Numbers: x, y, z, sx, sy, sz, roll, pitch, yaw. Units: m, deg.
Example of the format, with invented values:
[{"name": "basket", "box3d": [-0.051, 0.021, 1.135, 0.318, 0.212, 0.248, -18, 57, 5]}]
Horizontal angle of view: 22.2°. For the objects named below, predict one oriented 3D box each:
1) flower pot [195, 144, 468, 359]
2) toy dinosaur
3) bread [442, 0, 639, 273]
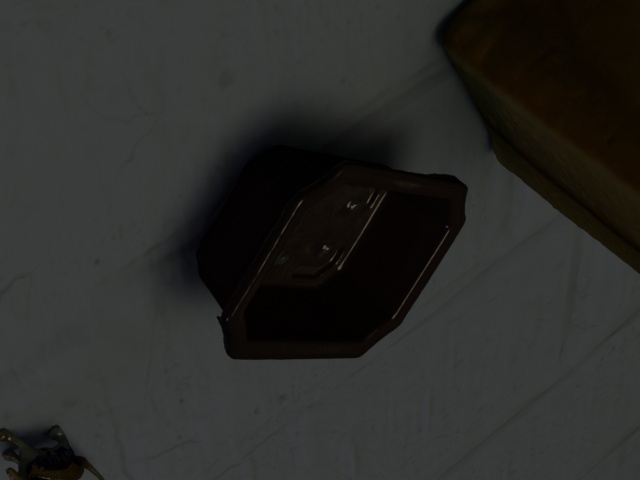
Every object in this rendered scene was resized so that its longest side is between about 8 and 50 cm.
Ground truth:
[{"name": "flower pot", "box3d": [0.000, 0.000, 1.292, 0.251, 0.084, 0.179, 5, 120, -57]}, {"name": "toy dinosaur", "box3d": [-0.209, 0.166, 1.244, 0.037, 0.058, 0.180, -48, 165, 13]}, {"name": "bread", "box3d": [0.304, -0.089, 1.322, 0.245, 0.362, 0.233, -44, 150, -4]}]
